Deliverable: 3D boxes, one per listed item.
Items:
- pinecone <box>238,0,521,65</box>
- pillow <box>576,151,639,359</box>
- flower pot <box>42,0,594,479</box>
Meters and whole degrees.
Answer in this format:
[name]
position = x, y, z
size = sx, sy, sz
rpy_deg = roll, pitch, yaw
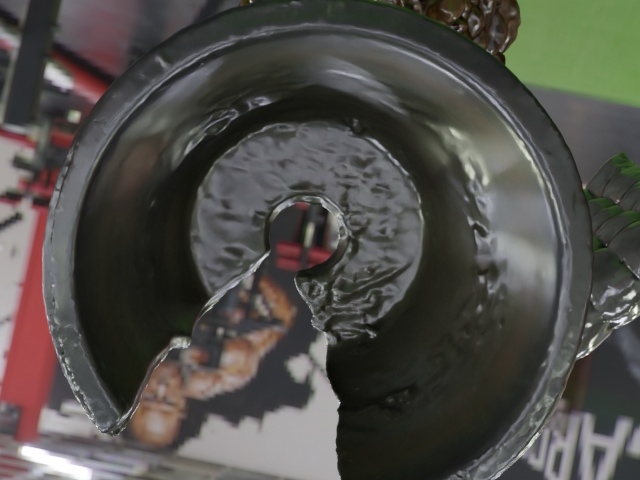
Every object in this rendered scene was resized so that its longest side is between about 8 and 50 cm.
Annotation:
[pinecone]
position = 0.044, -0.204, 1.354
size = 0.244, 0.244, 0.309
rpy_deg = 15, -173, -36
[pillow]
position = 0.300, 0.015, 1.590
size = 0.101, 0.228, 0.326
rpy_deg = 53, -176, -14
[flower pot]
position = 0.000, 0.000, 1.098
size = 0.379, 0.379, 0.251
rpy_deg = 12, -173, -3
